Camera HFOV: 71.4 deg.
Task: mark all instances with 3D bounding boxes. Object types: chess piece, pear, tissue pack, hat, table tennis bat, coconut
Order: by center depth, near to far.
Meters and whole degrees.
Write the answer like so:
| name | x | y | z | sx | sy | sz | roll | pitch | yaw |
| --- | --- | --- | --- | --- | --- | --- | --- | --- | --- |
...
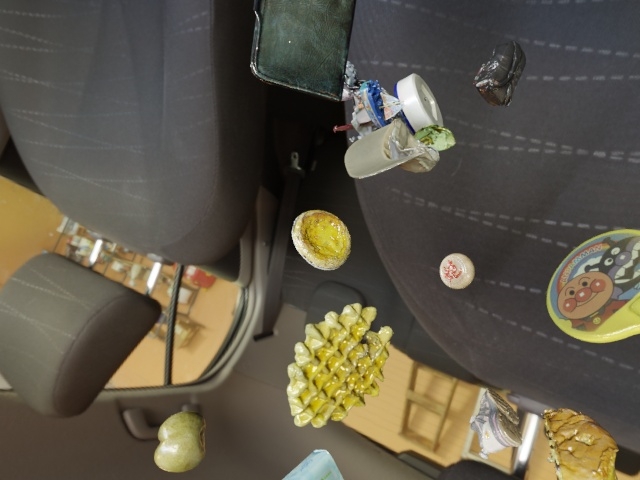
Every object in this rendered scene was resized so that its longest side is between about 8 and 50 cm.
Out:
| name | x | y | z | sx | sy | sz | roll | pitch | yaw |
| --- | --- | --- | --- | --- | --- | --- | --- | --- | --- |
| table tennis bat | 0.511 | 0.100 | 0.731 | 0.054 | 0.224 | 0.369 | 36 | -165 | -16 |
| chess piece | 0.320 | 0.072 | 1.044 | 0.038 | 0.084 | 0.083 | 2 | -178 | -32 |
| tissue pack | -0.044 | 0.676 | 1.103 | 0.263 | 0.177 | 0.089 | -25 | 173 | -39 |
| hat | 0.208 | -0.231 | 1.283 | 0.149 | 0.244 | 0.214 | 45 | -162 | -38 |
| pear | -0.413 | 0.597 | 1.324 | 0.136 | 0.167 | 0.167 | -8 | 170 | -1 |
| coconut | 0.368 | -0.335 | 1.498 | 0.158 | 0.055 | 0.133 | -12 | 125 | 7 |

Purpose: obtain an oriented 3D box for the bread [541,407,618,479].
| name | x | y | z | sx | sy | sz | roll | pitch | yaw |
| --- | --- | --- | --- | --- | --- | --- | --- | --- | --- |
| bread | 0.615 | 0.517 | 1.042 | 0.147 | 0.160 | 0.260 | -13 | -169 | 18 |

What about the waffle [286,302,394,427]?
| name | x | y | z | sx | sy | sz | roll | pitch | yaw |
| --- | --- | --- | --- | --- | --- | --- | --- | --- | --- |
| waffle | 0.038 | 0.251 | 0.898 | 0.250 | 0.261 | 0.056 | -4 | -159 | -34 |

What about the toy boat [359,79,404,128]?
| name | x | y | z | sx | sy | sz | roll | pitch | yaw |
| --- | --- | --- | --- | --- | --- | --- | --- | --- | --- |
| toy boat | 0.195 | -0.395 | 1.320 | 0.110 | 0.091 | 0.175 | -5 | 133 | 32 |

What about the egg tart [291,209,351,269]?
| name | x | y | z | sx | sy | sz | roll | pitch | yaw |
| --- | --- | --- | --- | --- | --- | --- | --- | --- | --- |
| egg tart | 0.000 | 0.000 | 1.590 | 0.234 | 0.234 | 0.094 | 23 | 148 | -18 |

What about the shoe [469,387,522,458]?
| name | x | y | z | sx | sy | sz | roll | pitch | yaw |
| --- | --- | --- | --- | --- | --- | --- | --- | --- | --- |
| shoe | 0.402 | 0.429 | 1.037 | 0.089 | 0.092 | 0.180 | 39 | -161 | -1 |

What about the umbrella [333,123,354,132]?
| name | x | y | z | sx | sy | sz | roll | pitch | yaw |
| --- | --- | --- | --- | --- | --- | --- | --- | --- | --- |
| umbrella | 0.107 | -0.462 | 1.818 | 0.165 | 0.025 | 0.027 | -22 | 180 | -44 |

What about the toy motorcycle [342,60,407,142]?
| name | x | y | z | sx | sy | sz | roll | pitch | yaw |
| --- | --- | --- | --- | --- | --- | --- | --- | --- | --- |
| toy motorcycle | 0.133 | -0.433 | 1.481 | 0.327 | 0.143 | 0.188 | 44 | 144 | -5 |

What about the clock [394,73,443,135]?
| name | x | y | z | sx | sy | sz | roll | pitch | yaw |
| --- | --- | --- | --- | --- | --- | --- | --- | --- | --- |
| clock | 0.353 | -0.474 | 1.584 | 0.083 | 0.230 | 0.230 | -26 | 143 | 33 |

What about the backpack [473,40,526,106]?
| name | x | y | z | sx | sy | sz | roll | pitch | yaw |
| --- | --- | --- | --- | --- | --- | --- | --- | --- | --- |
| backpack | 0.505 | -0.471 | 1.256 | 0.106 | 0.165 | 0.120 | 15 | 166 | 47 |

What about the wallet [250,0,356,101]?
| name | x | y | z | sx | sy | sz | roll | pitch | yaw |
| --- | --- | --- | --- | --- | --- | --- | --- | --- | --- |
| wallet | -0.020 | -0.398 | 0.728 | 0.172 | 0.318 | 0.045 | 8 | 179 | -20 |
